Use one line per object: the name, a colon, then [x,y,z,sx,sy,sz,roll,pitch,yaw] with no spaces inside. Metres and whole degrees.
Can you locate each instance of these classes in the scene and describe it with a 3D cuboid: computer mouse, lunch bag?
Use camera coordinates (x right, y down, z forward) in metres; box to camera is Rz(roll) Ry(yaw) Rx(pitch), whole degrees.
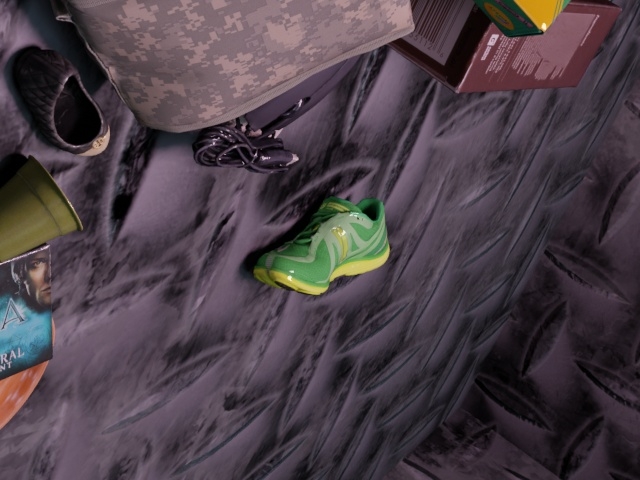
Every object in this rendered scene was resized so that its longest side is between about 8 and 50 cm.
computer mouse: [-0.014,-0.179,1.341,0.272,0.072,0.188,-59,159,11]
lunch bag: [-0.080,-0.230,1.077,0.287,0.169,0.235,-27,157,-2]

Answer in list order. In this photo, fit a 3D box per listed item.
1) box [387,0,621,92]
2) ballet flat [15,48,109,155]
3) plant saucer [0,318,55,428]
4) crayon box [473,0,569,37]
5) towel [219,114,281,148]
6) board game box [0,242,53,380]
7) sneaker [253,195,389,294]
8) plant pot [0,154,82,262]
box: [0.220,-0.298,1.627,0.381,0.191,0.143,-13,135,-54]
ballet flat: [-0.224,-0.114,1.119,0.057,0.049,0.173,-51,161,-10]
plant saucer: [-0.351,0.138,1.256,0.200,0.037,0.200,-46,158,-24]
crayon box: [0.181,-0.373,1.345,0.165,0.278,0.081,-52,-159,-10]
towel: [-0.053,-0.206,1.382,0.187,0.049,0.282,-51,161,-15]
board game box: [-0.327,0.082,1.146,0.186,0.026,0.126,-24,127,-45]
sneaker: [0.000,0.000,1.814,0.295,0.109,0.124,-23,120,-55]
plant pot: [-0.272,-0.022,1.132,0.079,0.083,0.083,-36,156,-16]
